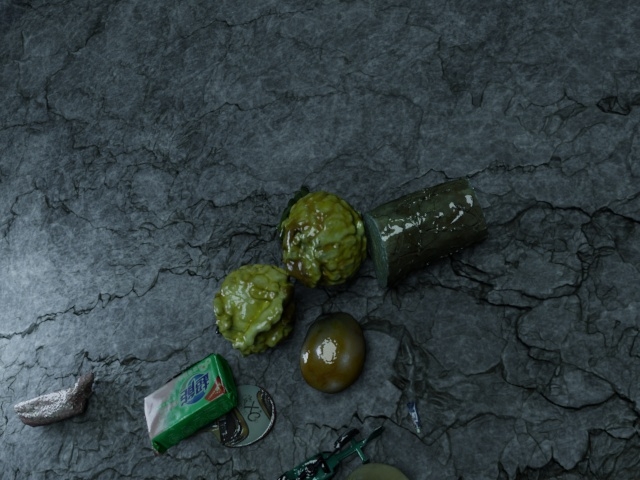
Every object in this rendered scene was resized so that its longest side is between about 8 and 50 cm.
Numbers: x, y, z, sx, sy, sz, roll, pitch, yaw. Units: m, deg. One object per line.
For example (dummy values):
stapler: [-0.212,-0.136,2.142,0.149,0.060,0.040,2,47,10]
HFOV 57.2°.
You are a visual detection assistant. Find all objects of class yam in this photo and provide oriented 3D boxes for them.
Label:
yam: [0.292,-0.030,1.658,0.348,0.241,0.241,-24,63,3]

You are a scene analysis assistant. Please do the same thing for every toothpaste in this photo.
toothpaste: [0.252,0.474,1.571,0.027,0.019,0.083,-31,59,30]

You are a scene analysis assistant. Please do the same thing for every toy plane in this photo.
toy plane: [0.006,0.592,1.526,0.381,0.155,0.106,-25,61,-14]

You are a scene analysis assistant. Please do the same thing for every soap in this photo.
soap: [-0.375,0.471,1.702,0.273,0.098,0.218,-33,47,3]

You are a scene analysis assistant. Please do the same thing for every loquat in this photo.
loquat: [0.037,0.307,1.624,0.179,0.179,0.227,13,76,21]

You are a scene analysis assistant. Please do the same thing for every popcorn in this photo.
popcorn: [-0.188,0.203,1.691,0.237,0.293,0.293,12,71,0]
popcorn: [0.006,-0.008,1.682,0.247,0.282,0.282,-4,62,-21]

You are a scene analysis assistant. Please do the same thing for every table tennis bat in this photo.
table tennis bat: [-0.274,0.522,1.709,0.301,0.022,0.173,-16,62,8]

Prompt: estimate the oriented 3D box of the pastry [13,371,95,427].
pastry: [-0.824,0.515,1.836,0.265,0.103,0.112,-26,70,7]

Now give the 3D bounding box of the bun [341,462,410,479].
bun: [0.127,0.690,1.435,0.272,0.168,0.273,-8,62,14]

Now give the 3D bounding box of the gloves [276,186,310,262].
gloves: [-0.070,-0.051,1.848,0.135,0.107,0.268,10,65,-12]
